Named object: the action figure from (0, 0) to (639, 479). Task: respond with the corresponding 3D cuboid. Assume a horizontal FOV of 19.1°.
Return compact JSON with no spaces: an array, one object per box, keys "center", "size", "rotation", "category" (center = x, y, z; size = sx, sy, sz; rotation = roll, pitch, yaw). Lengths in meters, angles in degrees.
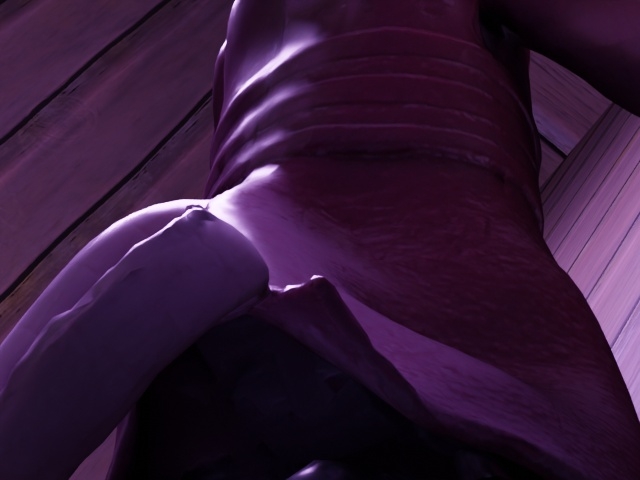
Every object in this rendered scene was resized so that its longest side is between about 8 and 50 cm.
[{"center":[0.000,0.000,0.538],"size":[0.248,0.276,0.370],"rotation":[-33,37,35],"category":"action figure"}]
